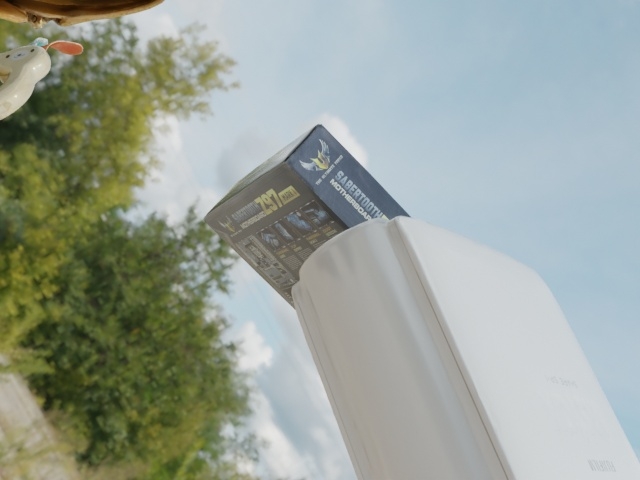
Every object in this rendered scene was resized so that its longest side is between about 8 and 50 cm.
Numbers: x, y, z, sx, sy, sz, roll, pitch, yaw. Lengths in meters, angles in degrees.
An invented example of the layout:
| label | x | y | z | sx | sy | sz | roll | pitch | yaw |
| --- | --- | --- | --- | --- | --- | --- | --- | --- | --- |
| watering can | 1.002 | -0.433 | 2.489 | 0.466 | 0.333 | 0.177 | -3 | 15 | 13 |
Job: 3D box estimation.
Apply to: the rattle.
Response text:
| label | x | y | z | sx | sy | sz | roll | pitch | yaw |
| --- | --- | --- | --- | --- | --- | --- | --- | --- | --- |
| rattle | -0.363 | -0.214 | 1.034 | 0.130 | 0.199 | 0.143 | 9 | -45 | 49 |

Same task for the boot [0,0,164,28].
| label | x | y | z | sx | sy | sz | roll | pitch | yaw |
| --- | --- | --- | --- | --- | --- | --- | --- | --- | --- |
| boot | -0.230 | -0.187 | 0.481 | 0.211 | 0.295 | 0.104 | -122 | -142 | -47 |

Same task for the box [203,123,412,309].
| label | x | y | z | sx | sy | sz | roll | pitch | yaw |
| --- | --- | --- | --- | --- | --- | --- | --- | --- | --- |
| box | 0.000 | 0.000 | 0.927 | 0.183 | 0.059 | 0.232 | 44 | -26 | -10 |

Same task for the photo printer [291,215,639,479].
| label | x | y | z | sx | sy | sz | roll | pitch | yaw |
| --- | --- | --- | --- | --- | --- | --- | --- | --- | --- |
| photo printer | 0.124 | 0.150 | 0.601 | 0.256 | 0.107 | 0.307 | 20 | 42 | -53 |
